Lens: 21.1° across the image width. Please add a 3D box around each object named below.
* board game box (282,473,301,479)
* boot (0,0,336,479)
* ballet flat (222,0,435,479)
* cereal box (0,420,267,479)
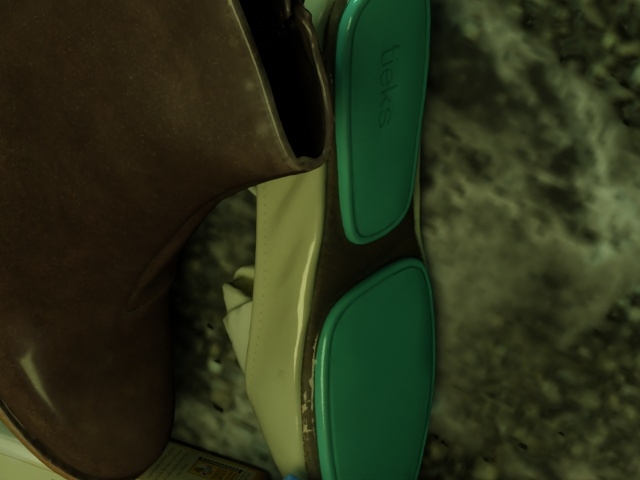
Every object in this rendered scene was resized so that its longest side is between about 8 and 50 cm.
[{"bbox_3d":[0.016,0.199,0.701,0.210,0.047,0.160,36,124,-21],"label":"board game box"},{"bbox_3d":[-0.069,-0.018,0.621,0.207,0.090,0.248,-1,106,54],"label":"boot"},{"bbox_3d":[0.000,0.000,0.664,0.086,0.086,0.248,9,112,16],"label":"ballet flat"},{"bbox_3d":[-0.154,0.150,0.785,0.240,0.047,0.173,18,114,13],"label":"cereal box"}]
